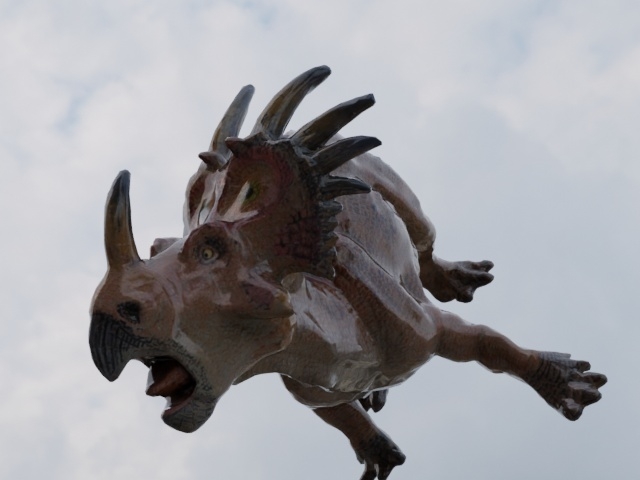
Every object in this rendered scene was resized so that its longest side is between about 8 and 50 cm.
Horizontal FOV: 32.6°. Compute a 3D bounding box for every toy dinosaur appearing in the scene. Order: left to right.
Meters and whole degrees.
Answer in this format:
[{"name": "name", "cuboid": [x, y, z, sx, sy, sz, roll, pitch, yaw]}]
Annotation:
[{"name": "toy dinosaur", "cuboid": [0.000, 0.000, 0.508, 0.127, 0.296, 0.200, -39, -72, 8]}]
